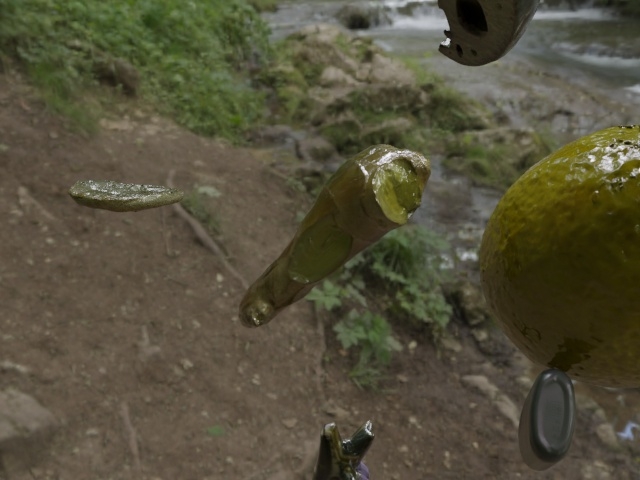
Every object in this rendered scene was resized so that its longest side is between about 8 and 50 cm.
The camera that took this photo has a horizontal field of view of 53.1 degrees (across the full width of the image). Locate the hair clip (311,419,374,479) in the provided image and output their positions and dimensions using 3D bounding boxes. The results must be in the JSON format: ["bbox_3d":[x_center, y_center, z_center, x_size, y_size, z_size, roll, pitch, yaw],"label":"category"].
[{"bbox_3d":[-0.006,0.356,0.835,0.084,0.292,0.106,21,22,-8],"label":"hair clip"}]

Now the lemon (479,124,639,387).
[{"bbox_3d":[0.287,0.017,0.620,0.267,0.268,0.267,-3,20,1],"label":"lemon"}]

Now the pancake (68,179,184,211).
[{"bbox_3d":[-0.259,-0.061,0.861,0.158,0.028,0.158,5,11,-1],"label":"pancake"}]

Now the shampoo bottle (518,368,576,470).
[{"bbox_3d":[0.209,0.175,0.605,0.040,0.080,0.165,7,-22,14],"label":"shampoo bottle"}]

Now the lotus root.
[{"bbox_3d":[0.260,-0.378,0.923,0.141,0.210,0.314,31,6,14],"label":"lotus root"}]

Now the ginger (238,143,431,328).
[{"bbox_3d":[0.000,0.000,0.710,0.086,0.294,0.131,35,26,-26],"label":"ginger"}]
